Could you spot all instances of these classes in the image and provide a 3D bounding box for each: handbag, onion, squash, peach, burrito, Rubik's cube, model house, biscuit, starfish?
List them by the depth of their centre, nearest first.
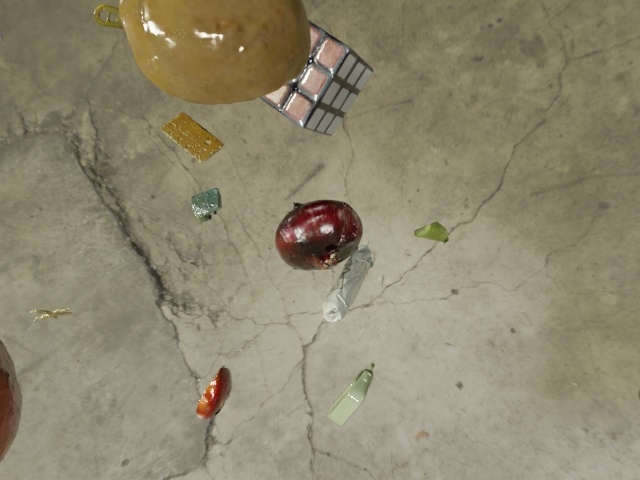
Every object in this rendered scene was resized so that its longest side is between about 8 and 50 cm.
[{"bbox_3d":[-0.622,0.169,1.108,0.086,0.092,0.016,-30,60,29],"label":"starfish"},{"bbox_3d":[-0.317,-0.101,1.359,0.083,0.066,0.079,-19,85,8],"label":"model house"},{"bbox_3d":[0.000,0.000,1.610,0.313,0.314,0.233,-19,66,4],"label":"onion"},{"bbox_3d":[-0.042,-0.580,1.675,0.305,0.301,0.304,40,108,12],"label":"Rubik's cube"},{"bbox_3d":[0.118,0.153,1.839,0.101,0.139,0.446,15,41,17],"label":"burrito"},{"bbox_3d":[0.443,-0.034,1.846,0.090,0.200,0.075,-44,53,27],"label":"squash"},{"bbox_3d":[-0.502,-0.402,1.865,0.230,0.025,0.131,40,65,9],"label":"biscuit"},{"bbox_3d":[0.132,0.591,1.873,0.079,0.219,0.256,33,129,7],"label":"handbag"},{"bbox_3d":[-0.410,0.625,1.936,0.068,0.189,0.279,30,121,16],"label":"peach"}]

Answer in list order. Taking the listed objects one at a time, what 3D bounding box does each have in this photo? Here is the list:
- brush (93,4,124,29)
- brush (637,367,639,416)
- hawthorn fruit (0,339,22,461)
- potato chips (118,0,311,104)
[{"bbox_3d":[-0.278,-0.368,0.824,0.010,0.218,0.083,44,124,34],"label":"brush"},{"bbox_3d":[0.340,0.199,0.425,0.084,0.301,0.071,7,50,42],"label":"brush"},{"bbox_3d":[-0.524,0.184,0.591,0.265,0.265,0.307,-36,60,2],"label":"hawthorn fruit"},{"bbox_3d":[-0.104,-0.242,0.517,0.208,0.062,0.196,24,86,-19],"label":"potato chips"}]
